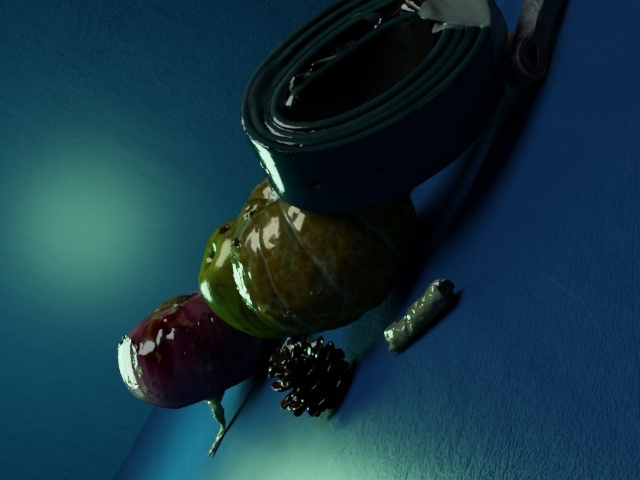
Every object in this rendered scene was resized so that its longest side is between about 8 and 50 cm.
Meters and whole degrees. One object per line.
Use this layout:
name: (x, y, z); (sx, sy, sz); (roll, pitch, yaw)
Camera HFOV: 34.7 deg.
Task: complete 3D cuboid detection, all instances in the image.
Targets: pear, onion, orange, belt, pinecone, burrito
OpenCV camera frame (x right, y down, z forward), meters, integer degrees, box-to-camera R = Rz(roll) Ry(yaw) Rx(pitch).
pear: (-0.117, 0.068, 2.118); (0.283, 0.283, 0.283); (-58, 11, 18)
onion: (-0.269, 0.260, 2.362); (0.358, 0.345, 0.358); (-40, 19, 17)
orange: (0.000, 0.000, 1.683); (0.329, 0.249, 0.329); (-40, 24, 22)
belt: (0.090, -0.229, 1.553); (0.436, 0.173, 0.300); (-41, 52, -10)
pinecone: (-0.024, 0.218, 1.664); (0.140, 0.121, 0.140); (-42, 23, 22)
belt: (0.326, -0.321, 1.554); (0.053, 0.071, 0.232); (-36, 30, 53)
burrito: (0.133, 0.106, 1.426); (0.185, 0.041, 0.045); (128, 158, -50)

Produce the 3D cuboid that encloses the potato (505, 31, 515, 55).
potato: (0.293, -0.297, 1.656); (0.068, 0.062, 0.083); (10, 100, 52)
